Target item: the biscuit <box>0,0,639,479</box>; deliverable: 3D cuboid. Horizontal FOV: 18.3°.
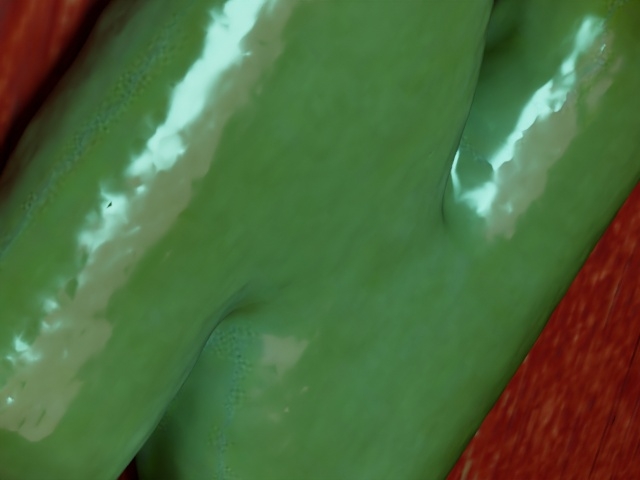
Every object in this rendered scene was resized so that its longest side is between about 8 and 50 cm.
[{"bbox_3d":[0.000,0.000,0.646,0.290,0.062,0.237,-56,138,-1],"label":"biscuit"}]
